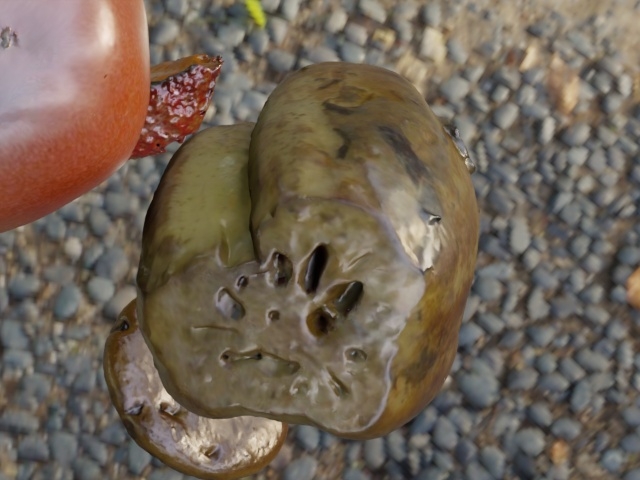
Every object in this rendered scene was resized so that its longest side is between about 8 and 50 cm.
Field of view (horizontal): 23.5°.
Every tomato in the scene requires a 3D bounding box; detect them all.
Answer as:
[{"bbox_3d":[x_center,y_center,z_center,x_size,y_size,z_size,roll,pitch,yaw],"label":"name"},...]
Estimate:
[{"bbox_3d":[-0.313,-0.162,1.329,0.341,0.273,0.341,-2,96,-16],"label":"tomato"}]

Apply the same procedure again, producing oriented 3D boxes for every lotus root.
[{"bbox_3d":[-0.003,-0.009,0.844,0.193,0.193,0.291,22,17,-3],"label":"lotus root"}]

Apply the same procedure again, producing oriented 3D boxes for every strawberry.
[{"bbox_3d":[-0.182,-0.133,1.610,0.192,0.140,0.085,-23,105,-2],"label":"strawberry"}]

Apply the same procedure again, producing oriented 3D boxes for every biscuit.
[{"bbox_3d":[-0.115,0.138,1.495,0.212,0.036,0.212,24,47,-28],"label":"biscuit"}]
